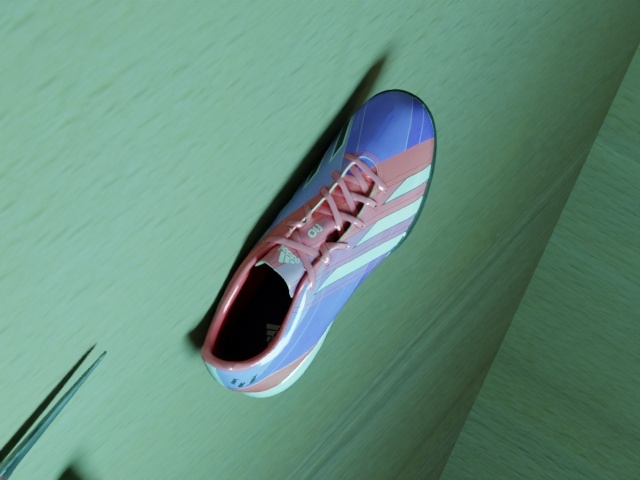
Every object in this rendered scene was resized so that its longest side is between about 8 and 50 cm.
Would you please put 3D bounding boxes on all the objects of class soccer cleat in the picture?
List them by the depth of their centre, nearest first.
[{"bbox_3d":[0.000,0.000,1.565,0.318,0.108,0.116,-57,162,1],"label":"soccer cleat"}]

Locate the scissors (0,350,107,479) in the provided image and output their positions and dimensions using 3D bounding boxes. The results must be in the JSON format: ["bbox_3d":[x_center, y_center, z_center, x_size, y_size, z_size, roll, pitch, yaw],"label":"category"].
[{"bbox_3d":[-0.254,0.197,1.274,0.297,0.021,0.109,-48,159,-42],"label":"scissors"}]
